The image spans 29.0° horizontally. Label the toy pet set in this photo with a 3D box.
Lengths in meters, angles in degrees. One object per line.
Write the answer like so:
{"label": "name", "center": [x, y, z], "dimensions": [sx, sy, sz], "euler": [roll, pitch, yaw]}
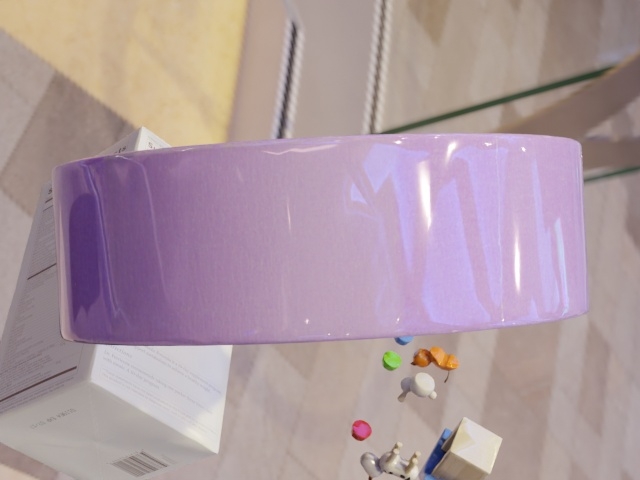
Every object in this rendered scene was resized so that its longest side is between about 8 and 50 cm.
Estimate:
{"label": "toy pet set", "center": [0.078, 0.149, 0.947], "dimensions": [0.114, 0.065, 0.122], "euler": [31, 43, 1]}

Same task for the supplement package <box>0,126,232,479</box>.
{"label": "supplement package", "center": [-0.159, 0.056, 1.006], "dimensions": [0.134, 0.139, 0.244], "euler": [37, 43, -35]}

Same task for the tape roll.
{"label": "tape roll", "center": [0.000, 0.000, 0.653], "dimensions": [0.275, 0.275, 0.090], "euler": [-1, 89, -55]}
